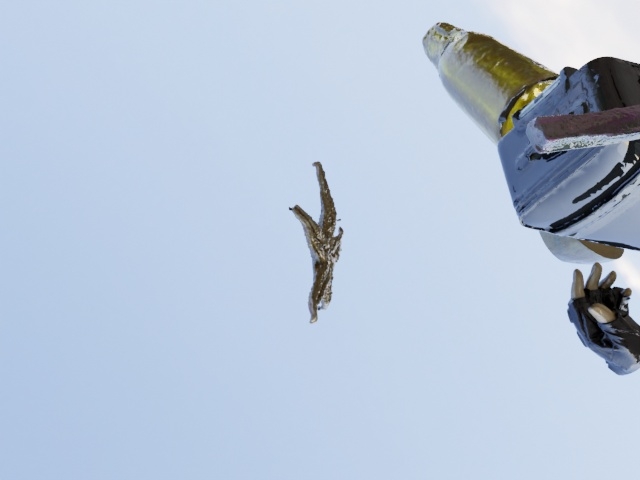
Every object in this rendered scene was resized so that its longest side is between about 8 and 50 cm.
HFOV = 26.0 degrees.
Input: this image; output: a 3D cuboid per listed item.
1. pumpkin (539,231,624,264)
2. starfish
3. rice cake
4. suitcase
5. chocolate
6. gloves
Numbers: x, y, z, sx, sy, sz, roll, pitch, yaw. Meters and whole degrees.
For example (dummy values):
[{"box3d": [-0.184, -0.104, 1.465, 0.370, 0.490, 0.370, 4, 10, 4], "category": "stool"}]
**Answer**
[{"box3d": [0.513, -0.020, 2.844, 0.217, 0.110, 0.217, 27, -142, -24], "category": "pumpkin"}, {"box3d": [0.005, -0.001, 2.170, 0.295, 0.048, 0.231, -61, -34, -62], "category": "starfish"}, {"box3d": [0.343, -0.139, 1.699, 0.206, 0.036, 0.047, -9, -116, -28], "category": "rice cake"}, {"box3d": [0.483, -0.109, 2.048, 0.433, 0.283, 0.194, 11, -127, -32], "category": "suitcase"}, {"box3d": [0.288, -0.284, 2.396, 0.162, 0.162, 0.445, 30, -166, -31], "category": "chocolate"}, {"box3d": [0.499, 0.133, 2.411, 0.203, 0.124, 0.164, 48, -166, -2], "category": "gloves"}]
